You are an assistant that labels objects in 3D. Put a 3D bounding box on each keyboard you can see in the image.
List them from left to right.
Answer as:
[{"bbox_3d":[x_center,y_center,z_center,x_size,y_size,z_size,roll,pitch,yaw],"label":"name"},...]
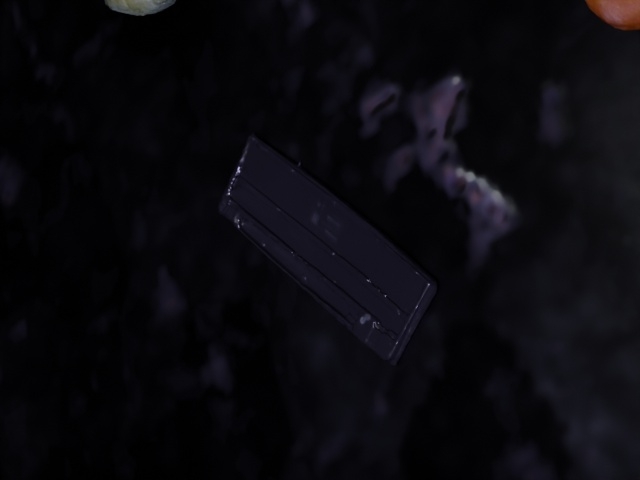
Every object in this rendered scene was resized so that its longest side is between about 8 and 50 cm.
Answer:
[{"bbox_3d":[0.000,0.000,1.047,0.250,0.017,0.087,40,111,39],"label":"keyboard"}]

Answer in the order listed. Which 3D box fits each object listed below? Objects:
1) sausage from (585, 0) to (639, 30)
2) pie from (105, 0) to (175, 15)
[{"bbox_3d":[0.257,-0.178,0.808,0.197,0.076,0.076,1,84,43],"label":"sausage"},{"bbox_3d":[-0.160,-0.307,1.222,0.186,0.041,0.187,-7,79,41],"label":"pie"}]
